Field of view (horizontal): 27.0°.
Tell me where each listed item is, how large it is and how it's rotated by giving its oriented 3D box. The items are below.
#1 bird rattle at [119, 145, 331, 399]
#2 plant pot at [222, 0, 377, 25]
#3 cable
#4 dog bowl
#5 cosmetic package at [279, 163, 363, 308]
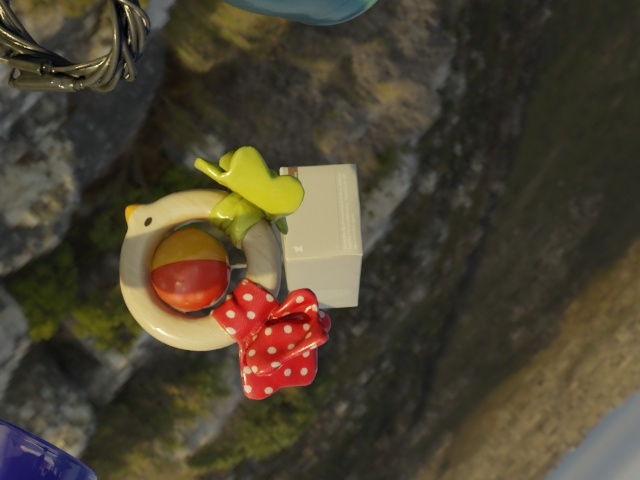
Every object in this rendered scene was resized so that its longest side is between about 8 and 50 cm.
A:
[{"bbox_3d":[-0.097,0.035,1.344,0.207,0.254,0.143,-6,179,5],"label":"bird rattle"},{"bbox_3d":[-0.072,-0.393,1.598,0.255,0.272,0.272,-13,144,-52],"label":"plant pot"},{"bbox_3d":[-0.216,-0.201,1.141,0.047,0.184,0.151,-18,108,-52],"label":"cable"},{"bbox_3d":[-0.386,0.259,1.486,0.265,0.265,0.104,90,22,-69],"label":"dog bowl"},{"bbox_3d":[0.000,0.000,1.708,0.107,0.127,0.238,-3,164,-4],"label":"cosmetic package"}]
